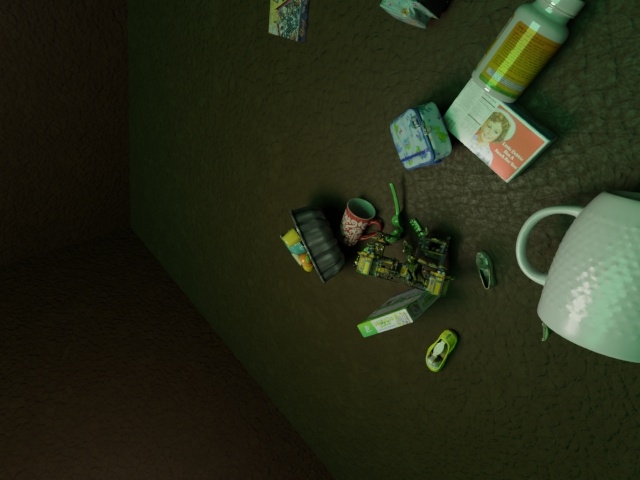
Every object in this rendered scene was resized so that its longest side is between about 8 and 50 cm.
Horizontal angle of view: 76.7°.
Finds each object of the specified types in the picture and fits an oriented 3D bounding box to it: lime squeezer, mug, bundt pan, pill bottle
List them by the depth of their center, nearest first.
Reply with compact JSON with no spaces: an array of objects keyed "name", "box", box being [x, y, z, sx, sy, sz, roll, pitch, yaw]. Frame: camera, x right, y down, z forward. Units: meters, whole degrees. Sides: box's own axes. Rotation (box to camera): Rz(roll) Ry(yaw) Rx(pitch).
[{"name":"mug","box":[0.659,0.047,0.959,0.374,0.276,0.327,24,116,41]},{"name":"pill bottle","box":[0.495,-0.472,0.971,0.136,0.136,0.245,49,136,17]},{"name":"lime squeezer","box":[0.254,-0.062,1.468,0.110,0.059,0.310,33,129,21]},{"name":"mug","box":[0.141,-0.052,1.558,0.150,0.113,0.169,47,139,22]},{"name":"bundt pan","box":[0.000,0.000,1.622,0.331,0.124,0.330,-25,-90,-89]}]

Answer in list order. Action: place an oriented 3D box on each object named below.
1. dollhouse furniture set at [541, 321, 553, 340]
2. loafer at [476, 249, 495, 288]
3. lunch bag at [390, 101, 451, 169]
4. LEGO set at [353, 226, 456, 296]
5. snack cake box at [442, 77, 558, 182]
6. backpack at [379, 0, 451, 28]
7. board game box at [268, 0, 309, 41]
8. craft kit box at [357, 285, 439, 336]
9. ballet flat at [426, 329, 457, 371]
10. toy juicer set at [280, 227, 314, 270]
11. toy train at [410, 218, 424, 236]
[{"name":"dollhouse furniture set","box":[0.678,0.215,1.164,0.059,0.076,0.151,6,112,42]},{"name":"loafer","box":[0.524,0.094,1.288,0.045,0.039,0.125,-13,99,48]},{"name":"lunch bag","box":[0.297,-0.307,1.221,0.219,0.090,0.176,-161,48,-79]},{"name":"LEGO set","box":[0.283,0.038,1.304,0.332,0.255,0.192,16,95,21]},{"name":"snack cake box","box":[0.479,-0.306,1.105,0.264,0.089,0.152,50,135,16]},{"name":"backpack","box":[0.242,-0.681,1.106,0.188,0.166,0.144,49,127,20]},{"name":"board game box","box":[-0.112,-0.869,1.467,0.165,0.042,0.243,33,129,31]},{"name":"craft kit box","box":[0.290,0.239,1.441,0.250,0.247,0.060,-34,82,49]},{"name":"ballet flat","box":[0.435,0.422,1.508,0.077,0.077,0.230,38,132,27]},{"name":"toy juicer set","box":[-0.088,0.039,1.831,0.209,0.089,0.329,53,173,-5]},{"name":"toy train","box":[0.344,-0.042,1.423,0.024,0.017,0.083,-35,83,38]}]
